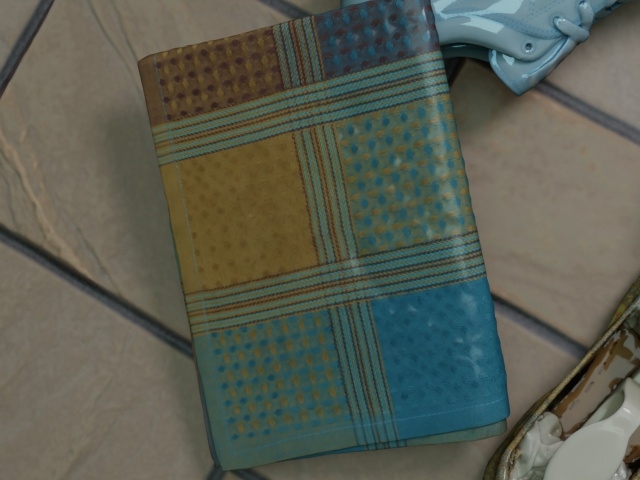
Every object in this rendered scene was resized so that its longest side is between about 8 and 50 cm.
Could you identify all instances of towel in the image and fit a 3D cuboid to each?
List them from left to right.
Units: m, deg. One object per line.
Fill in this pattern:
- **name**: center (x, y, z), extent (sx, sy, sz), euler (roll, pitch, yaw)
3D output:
- **towel**: center (0.000, 0.000, 0.926), extent (0.271, 0.040, 0.370), euler (-10, 93, 18)

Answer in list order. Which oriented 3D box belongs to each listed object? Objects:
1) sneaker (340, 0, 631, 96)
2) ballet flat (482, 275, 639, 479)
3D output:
- **sneaker**: center (0.196, -0.201, 0.925), extent (0.366, 0.135, 0.150), euler (-8, 92, 17)
- **ballet flat**: center (0.263, 0.116, 0.886), extent (0.123, 0.123, 0.348), euler (42, 92, 10)
